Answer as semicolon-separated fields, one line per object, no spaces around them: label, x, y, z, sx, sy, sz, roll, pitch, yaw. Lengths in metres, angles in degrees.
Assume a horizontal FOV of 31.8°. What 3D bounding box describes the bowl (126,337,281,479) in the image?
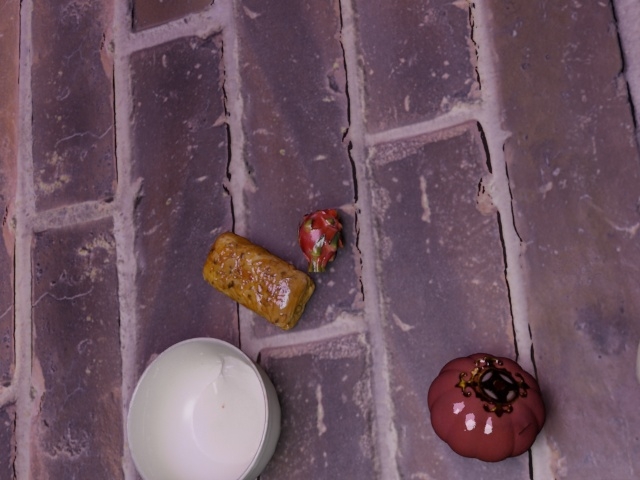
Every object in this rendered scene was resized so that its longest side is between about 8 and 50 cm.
bowl;-0.181;0.311;1.916;0.277;0.145;0.277;-6;74;24

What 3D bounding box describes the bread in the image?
bread;-0.114;0.068;1.990;0.211;0.083;0.114;27;92;31

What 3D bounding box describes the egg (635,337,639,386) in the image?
egg;0.580;0.171;1.578;0.286;0.174;0.264;-3;73;0

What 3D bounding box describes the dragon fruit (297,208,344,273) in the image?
dragon fruit;0.000;0.002;1.953;0.081;0.086;0.116;4;92;14

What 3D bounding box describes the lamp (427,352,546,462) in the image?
lamp;0.251;0.259;1.718;0.182;0.140;0.182;5;44;-5
